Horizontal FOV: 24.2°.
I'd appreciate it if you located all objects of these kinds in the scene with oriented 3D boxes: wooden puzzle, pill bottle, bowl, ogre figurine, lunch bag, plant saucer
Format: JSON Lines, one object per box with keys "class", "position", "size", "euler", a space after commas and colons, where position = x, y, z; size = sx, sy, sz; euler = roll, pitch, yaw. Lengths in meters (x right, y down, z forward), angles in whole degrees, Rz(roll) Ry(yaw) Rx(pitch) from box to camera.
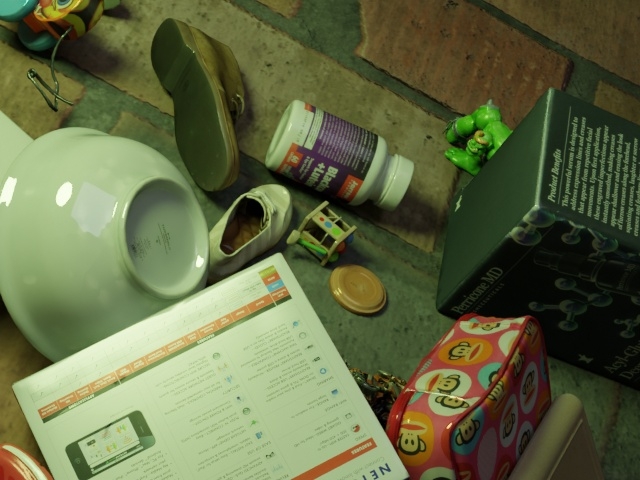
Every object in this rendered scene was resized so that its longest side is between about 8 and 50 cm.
{"class": "wooden puzzle", "position": [0.297, 0.342, 1.824], "size": [0.221, 0.044, 0.239], "euler": [-48, 121, -48]}
{"class": "pill bottle", "position": [0.029, -0.114, 2.106], "size": [0.193, 0.108, 0.108], "euler": [23, 43, -10]}
{"class": "bowl", "position": [-0.222, 0.004, 1.722], "size": [0.298, 0.134, 0.298], "euler": [15, 71, -49]}
{"class": "ogre figurine", "position": [0.253, -0.126, 2.243], "size": [0.097, 0.118, 0.197], "euler": [16, 44, -18]}
{"class": "lunch bag", "position": [0.191, 0.251, 1.793], "size": [0.120, 0.258, 0.293], "euler": [2, 27, 30]}
{"class": "plant saucer", "position": [0.052, 0.065, 2.024], "size": [0.083, 0.013, 0.083], "euler": [16, 44, -17]}

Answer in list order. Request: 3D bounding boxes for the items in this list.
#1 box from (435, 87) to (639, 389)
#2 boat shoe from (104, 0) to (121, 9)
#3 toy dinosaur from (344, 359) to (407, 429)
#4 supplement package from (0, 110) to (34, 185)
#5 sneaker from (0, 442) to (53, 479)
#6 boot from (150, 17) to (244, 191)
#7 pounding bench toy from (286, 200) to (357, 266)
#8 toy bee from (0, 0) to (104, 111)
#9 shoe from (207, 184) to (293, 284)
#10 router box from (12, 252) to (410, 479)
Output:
{"class": "box", "position": [0.406, 0.015, 2.052], "size": [0.395, 0.293, 0.212], "euler": [21, 54, -11]}
{"class": "boat shoe", "position": [-0.383, -0.413, 2.158], "size": [0.227, 0.079, 0.081], "euler": [24, 47, -4]}
{"class": "toy dinosaur", "position": [-0.028, 0.203, 1.787], "size": [0.322, 0.164, 0.218], "euler": [-4, 37, -10]}
{"class": "supplement package", "position": [-0.455, -0.067, 1.743], "size": [0.203, 0.149, 0.194], "euler": [41, 43, 9]}
{"class": "sneaker", "position": [-0.321, 0.314, 1.520], "size": [0.128, 0.087, 0.221], "euler": [-15, 59, -41]}
{"class": "boot", "position": [-0.144, -0.188, 2.082], "size": [0.115, 0.112, 0.305], "euler": [13, 43, -35]}
{"class": "pounding bench toy", "position": [0.000, 0.000, 2.024], "size": [0.065, 0.052, 0.083], "euler": [41, 43, 8]}
{"class": "toy bee", "position": [-0.355, -0.324, 2.034], "size": [0.298, 0.162, 0.195], "euler": [56, 2, 12]}
{"class": "shoe", "position": [-0.092, -0.018, 1.981], "size": [0.076, 0.058, 0.219], "euler": [36, 42, 4]}
{"class": "router box", "position": [-0.120, 0.217, 1.611], "size": [0.335, 0.082, 0.301], "euler": [-26, 65, -9]}
